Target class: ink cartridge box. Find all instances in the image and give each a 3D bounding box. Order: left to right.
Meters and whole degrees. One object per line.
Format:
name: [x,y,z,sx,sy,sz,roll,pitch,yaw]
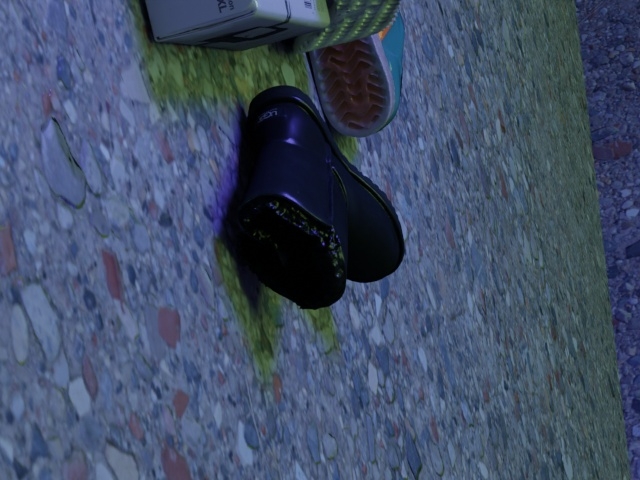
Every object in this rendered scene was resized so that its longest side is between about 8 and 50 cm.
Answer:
ink cartridge box: [-0.083,-0.265,1.474,0.237,0.100,0.172,-16,93,-74]

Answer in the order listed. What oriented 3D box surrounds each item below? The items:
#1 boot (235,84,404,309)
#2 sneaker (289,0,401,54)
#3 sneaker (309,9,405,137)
boot: [0.000,0.000,1.543,0.246,0.094,0.207,57,21,-33]
sneaker: [0.018,-0.291,1.670,0.293,0.102,0.146,133,-60,-72]
sneaker: [0.031,-0.269,1.858,0.121,0.108,0.302,-41,124,-72]
